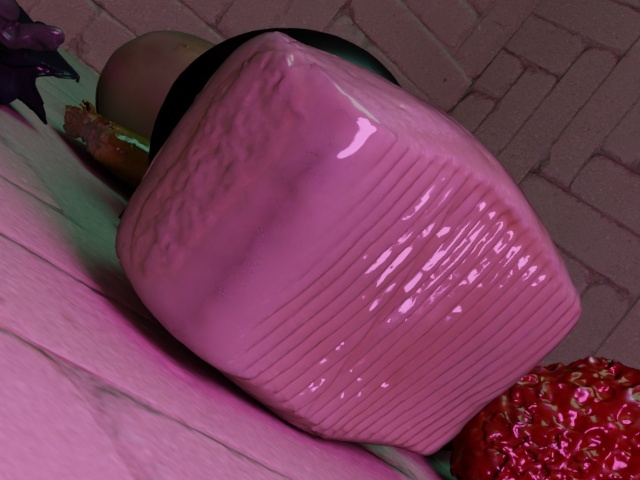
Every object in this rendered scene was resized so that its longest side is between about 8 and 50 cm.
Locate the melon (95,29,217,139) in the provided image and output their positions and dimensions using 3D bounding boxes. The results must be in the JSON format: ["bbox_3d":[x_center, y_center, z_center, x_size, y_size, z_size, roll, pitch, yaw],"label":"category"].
[{"bbox_3d":[-0.197,-0.182,1.645,0.317,0.223,0.223,41,2,32],"label":"melon"}]

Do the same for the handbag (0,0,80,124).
[{"bbox_3d":[-0.403,-0.260,1.157,0.269,0.118,0.326,41,5,33],"label":"handbag"}]

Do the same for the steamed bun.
[{"bbox_3d":[0.015,-0.004,0.860,0.383,0.247,0.236,31,14,-48],"label":"steamed bun"}]

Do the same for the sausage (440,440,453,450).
[{"bbox_3d":[0.135,0.193,1.258,0.088,0.088,0.433,40,2,19],"label":"sausage"}]

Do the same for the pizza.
[{"bbox_3d":[-0.236,-0.107,1.397,0.189,0.071,0.297,24,6,-30],"label":"pizza"}]

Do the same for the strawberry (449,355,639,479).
[{"bbox_3d":[0.221,0.210,1.093,0.178,0.233,0.234,13,13,-23],"label":"strawberry"}]

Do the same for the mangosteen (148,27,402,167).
[{"bbox_3d":[-0.027,-0.094,1.202,0.297,0.297,0.313,39,46,-8],"label":"mangosteen"}]

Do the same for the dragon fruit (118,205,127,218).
[{"bbox_3d":[-0.089,-0.005,1.049,0.161,0.120,0.127,35,-6,29],"label":"dragon fruit"}]
